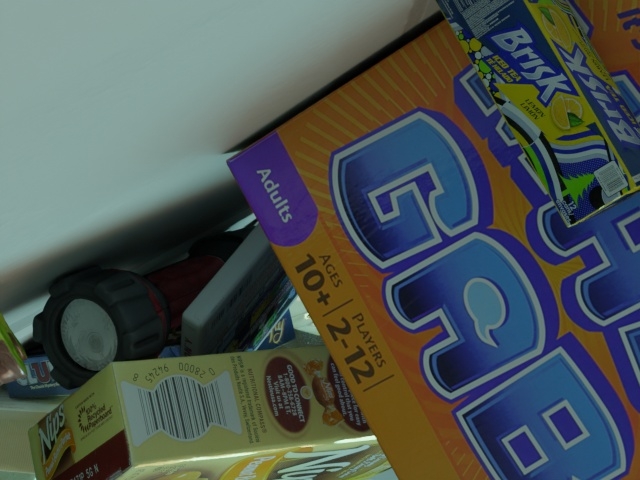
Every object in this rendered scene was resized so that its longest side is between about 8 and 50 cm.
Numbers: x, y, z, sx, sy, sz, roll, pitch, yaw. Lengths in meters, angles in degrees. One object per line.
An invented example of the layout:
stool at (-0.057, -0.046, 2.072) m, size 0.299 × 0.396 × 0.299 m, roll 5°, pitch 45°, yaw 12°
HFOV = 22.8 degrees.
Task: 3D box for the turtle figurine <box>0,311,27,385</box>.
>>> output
turtle figurine at (-0.312, 0.120, 1.104) m, size 0.217 × 0.087 × 0.269 m, roll -28°, pitch 175°, yaw -7°

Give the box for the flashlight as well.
flashlight at (-0.123, 0.048, 1.389) m, size 0.304 × 0.103 × 0.103 m, roll -23°, pitch 144°, yaw -60°

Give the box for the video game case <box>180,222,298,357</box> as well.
video game case at (-0.058, 0.045, 1.382) m, size 0.201 × 0.023 × 0.183 m, roll -52°, pitch 165°, yaw -31°

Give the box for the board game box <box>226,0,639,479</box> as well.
board game box at (0.222, -0.011, 1.198) m, size 0.356 × 0.356 × 0.356 m, roll -31°, pitch 175°, yaw 26°

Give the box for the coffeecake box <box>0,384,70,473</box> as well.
coffeecake box at (-0.266, 0.174, 1.631) m, size 0.142 × 0.068 × 0.185 m, roll -1°, pitch -166°, yaw 28°

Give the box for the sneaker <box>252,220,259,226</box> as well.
sneaker at (0.036, -0.007, 1.560) m, size 0.217 × 0.121 × 0.079 m, roll -31°, pitch 174°, yaw 18°

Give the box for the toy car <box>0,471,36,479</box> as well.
toy car at (-0.395, 0.271, 1.901) m, size 0.149 × 0.155 × 0.188 m, roll -28°, pitch -173°, yaw -5°

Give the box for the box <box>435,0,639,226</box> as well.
box at (0.141, -0.096, 0.975) m, size 0.054 × 0.169 × 0.059 m, roll -33°, pitch 173°, yaw 33°

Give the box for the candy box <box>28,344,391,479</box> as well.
candy box at (-0.055, 0.152, 1.293) m, size 0.316 × 0.088 × 0.183 m, roll -2°, pitch 160°, yaw -32°

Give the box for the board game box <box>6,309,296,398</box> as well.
board game box at (-0.169, 0.106, 1.552) m, size 0.243 × 0.042 × 0.165 m, roll -7°, pitch -171°, yaw 37°

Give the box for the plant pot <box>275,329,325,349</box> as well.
plant pot at (0.004, 0.120, 2.021) m, size 0.215 × 0.230 × 0.215 m, roll -28°, pitch 175°, yaw -3°

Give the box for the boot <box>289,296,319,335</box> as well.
boot at (-0.004, 0.008, 1.681) m, size 0.165 × 0.077 × 0.213 m, roll 10°, pitch 120°, yaw -49°
